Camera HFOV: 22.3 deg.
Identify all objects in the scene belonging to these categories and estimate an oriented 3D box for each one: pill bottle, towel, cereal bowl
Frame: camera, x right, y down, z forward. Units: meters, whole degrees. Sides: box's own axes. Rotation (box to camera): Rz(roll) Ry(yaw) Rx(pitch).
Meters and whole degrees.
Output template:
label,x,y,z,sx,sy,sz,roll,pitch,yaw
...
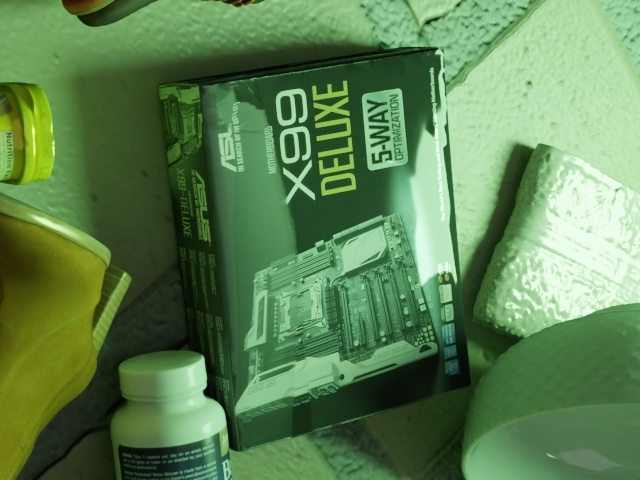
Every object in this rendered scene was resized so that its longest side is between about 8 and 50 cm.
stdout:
label,x,y,z,sx,sy,sz,roll,pitch,yaw
pill bottle,-0.120,0.179,1.311,0.094,0.094,0.169,-12,103,-32
towel,0.280,0.044,1.586,0.282,0.049,0.187,27,81,-33
cereal bowl,0.299,0.155,1.468,0.339,0.339,0.141,29,53,-32

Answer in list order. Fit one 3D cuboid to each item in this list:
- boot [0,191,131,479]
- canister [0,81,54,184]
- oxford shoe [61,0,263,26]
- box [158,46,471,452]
label,x,y,z,sx,sy,sz,roll,pitch,yaw
boot,-0.232,0.084,1.146,0.211,0.104,0.295,-62,164,-9
canister,-0.291,-0.071,1.150,0.170,0.126,0.073,-8,100,-31
oxford shoe,-0.080,-0.222,1.290,0.271,0.097,0.098,-33,118,-26
box,0.000,0.000,1.378,0.242,0.076,0.307,-12,102,-32
